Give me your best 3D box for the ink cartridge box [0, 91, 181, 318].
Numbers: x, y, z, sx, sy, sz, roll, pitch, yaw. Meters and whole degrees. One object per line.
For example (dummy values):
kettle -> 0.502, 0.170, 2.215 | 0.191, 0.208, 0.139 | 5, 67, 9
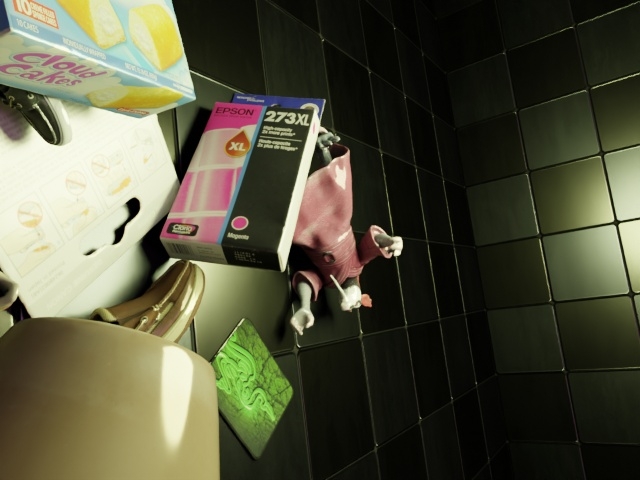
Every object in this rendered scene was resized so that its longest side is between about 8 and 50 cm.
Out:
ink cartridge box -> -0.335, -0.142, 0.595 | 0.308, 0.091, 0.385 | -58, 144, -48

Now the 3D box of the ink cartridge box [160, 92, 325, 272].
ink cartridge box -> -0.108, -0.127, 0.815 | 0.069, 0.176, 0.370 | 85, 14, -54

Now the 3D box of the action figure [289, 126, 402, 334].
action figure -> 0.000, 0.000, 0.992 | 0.275, 0.248, 0.370 | 54, -12, 57

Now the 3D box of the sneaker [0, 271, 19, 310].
sneaker -> -0.370, 0.024, 0.449 | 0.185, 0.084, 0.069 | 26, 58, -51

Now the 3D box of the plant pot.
plant pot -> -0.212, 0.226, 0.410 | 0.323, 0.323, 0.280 | 41, 46, -43

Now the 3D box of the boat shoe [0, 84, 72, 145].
boat shoe -> -0.304, -0.155, 0.504 | 0.040, 0.049, 0.142 | -53, 132, -44

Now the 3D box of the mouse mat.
mouse mat -> -0.114, 0.243, 0.839 | 0.189, 0.007, 0.152 | 61, 36, -22

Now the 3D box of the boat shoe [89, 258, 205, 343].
boat shoe -> -0.233, 0.110, 0.625 | 0.095, 0.095, 0.257 | 49, 43, -28

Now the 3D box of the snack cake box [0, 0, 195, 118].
snack cake box -> -0.243, -0.224, 0.499 | 0.264, 0.089, 0.152 | -16, 93, -73
